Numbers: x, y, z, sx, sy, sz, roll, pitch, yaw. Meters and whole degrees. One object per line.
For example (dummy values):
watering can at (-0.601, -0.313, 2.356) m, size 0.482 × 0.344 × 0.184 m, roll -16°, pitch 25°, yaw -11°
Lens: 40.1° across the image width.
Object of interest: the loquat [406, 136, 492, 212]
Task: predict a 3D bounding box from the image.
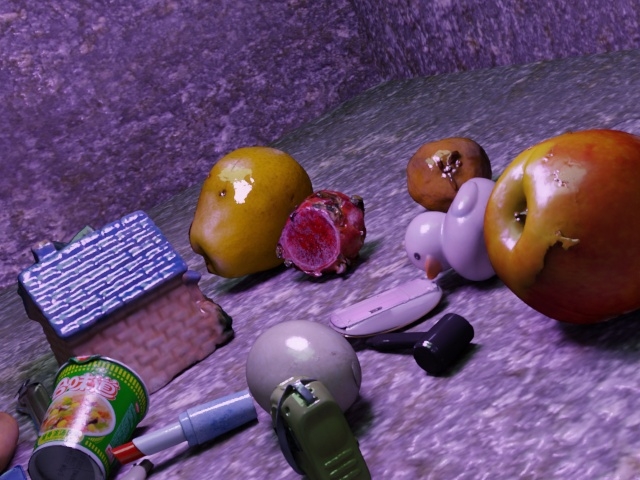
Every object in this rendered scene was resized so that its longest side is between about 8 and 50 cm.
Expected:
loquat at (0.334, -0.169, 2.277) m, size 0.238 × 0.193 × 0.238 m, roll -6°, pitch 1°, yaw 0°

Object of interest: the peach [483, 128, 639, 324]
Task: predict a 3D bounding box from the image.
peach at (0.479, -0.023, 1.527) m, size 0.370 × 0.370 × 0.370 m, roll -20°, pitch 19°, yaw 7°

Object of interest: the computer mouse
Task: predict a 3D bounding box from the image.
computer mouse at (0.138, 0.147, 1.828) m, size 0.245 × 0.056 × 0.126 m, roll -21°, pitch 17°, yaw -12°

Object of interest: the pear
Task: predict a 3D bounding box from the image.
pear at (-0.148, -0.067, 2.330) m, size 0.191 × 0.340 × 0.386 m, roll 12°, pitch 58°, yaw 41°

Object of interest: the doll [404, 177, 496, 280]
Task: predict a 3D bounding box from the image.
doll at (0.291, -0.019, 1.872) m, size 0.221 × 0.221 × 0.251 m, roll -1°, pitch 54°, yaw 46°

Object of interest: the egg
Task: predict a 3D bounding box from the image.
egg at (-0.034, 0.236, 1.576) m, size 0.253 × 0.187 × 0.186 m, roll 3°, pitch 31°, yaw 48°

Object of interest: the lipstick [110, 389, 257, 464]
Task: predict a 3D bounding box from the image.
lipstick at (-0.256, 0.357, 1.649) m, size 0.274 × 0.068 × 0.061 m, roll -20°, pitch 17°, yaw -13°

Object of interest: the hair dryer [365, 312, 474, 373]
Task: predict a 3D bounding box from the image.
hair dryer at (0.163, 0.195, 1.666) m, size 0.248 × 0.071 × 0.114 m, roll -8°, pitch 23°, yaw 46°

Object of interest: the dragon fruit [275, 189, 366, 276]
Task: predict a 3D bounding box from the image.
dragon fruit at (0.000, 0.000, 2.195) m, size 0.282 × 0.211 × 0.147 m, roll -43°, pitch 2°, yaw 26°

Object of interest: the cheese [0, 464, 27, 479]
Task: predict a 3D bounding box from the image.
cheese at (-0.705, 0.536, 1.665) m, size 0.320 × 0.083 × 0.204 m, roll -32°, pitch 19°, yaw -19°

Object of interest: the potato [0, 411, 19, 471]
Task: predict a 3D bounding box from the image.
potato at (-0.732, 0.445, 1.866) m, size 0.150 × 0.146 × 0.234 m, roll 23°, pitch 6°, yaw -4°

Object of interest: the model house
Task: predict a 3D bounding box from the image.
model house at (-0.507, 0.124, 2.098) m, size 0.395 × 0.400 × 0.445 m, roll -34°, pitch 21°, yaw -24°

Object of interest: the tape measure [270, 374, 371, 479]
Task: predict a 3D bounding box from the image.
tape measure at (-0.016, 0.301, 1.384) m, size 0.106 × 0.200 × 0.175 m, roll -30°, pitch 12°, yaw -19°

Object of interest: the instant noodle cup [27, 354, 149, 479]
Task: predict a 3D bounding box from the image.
instant noodle cup at (-0.460, 0.370, 1.701) m, size 0.207 × 0.207 × 0.233 m, roll -17°, pitch 26°, yaw 15°

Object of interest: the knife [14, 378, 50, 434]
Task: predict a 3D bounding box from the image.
knife at (-0.644, 0.406, 2.029) m, size 0.089 × 0.043 × 0.365 m, roll -60°, pitch 30°, yaw -6°

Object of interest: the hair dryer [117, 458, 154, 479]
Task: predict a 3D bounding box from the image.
hair dryer at (-0.309, 0.455, 1.460) m, size 0.295 × 0.119 × 0.298 m, roll 2°, pitch 17°, yaw 39°
